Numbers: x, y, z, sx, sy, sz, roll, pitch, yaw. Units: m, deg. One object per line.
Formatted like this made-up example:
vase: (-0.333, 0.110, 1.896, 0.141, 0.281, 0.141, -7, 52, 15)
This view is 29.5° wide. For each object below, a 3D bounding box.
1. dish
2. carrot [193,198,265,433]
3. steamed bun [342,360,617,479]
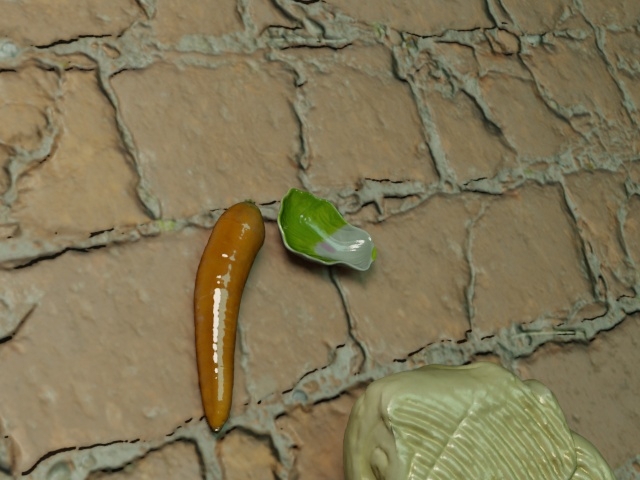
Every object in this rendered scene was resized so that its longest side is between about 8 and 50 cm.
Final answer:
dish: (0.000, 0.000, 1.425, 0.137, 0.039, 0.091, 25, 50, -24)
carrot: (-0.107, 0.070, 1.304, 0.062, 0.066, 0.271, 3, 59, 14)
steamed bun: (0.152, 0.277, 1.293, 0.289, 0.203, 0.276, 13, 68, -14)
